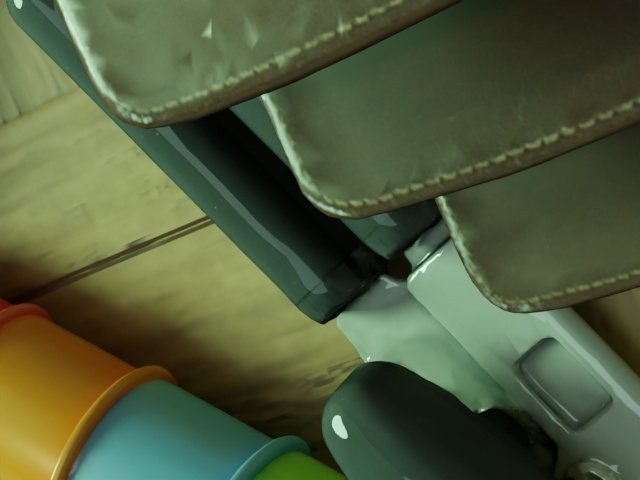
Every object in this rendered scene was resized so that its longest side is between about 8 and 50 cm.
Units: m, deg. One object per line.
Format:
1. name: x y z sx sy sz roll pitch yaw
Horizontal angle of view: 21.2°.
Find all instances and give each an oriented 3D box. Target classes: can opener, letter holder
1. can opener: 0.000 0.000 0.563 0.283 0.095 0.076 45 124 1
2. letter holder: 0.089 -0.104 0.417 0.302 0.152 0.214 -28 83 35

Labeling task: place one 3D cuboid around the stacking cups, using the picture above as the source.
1. stacking cups: -0.054 0.104 0.643 0.316 0.096 0.096 24 119 24
